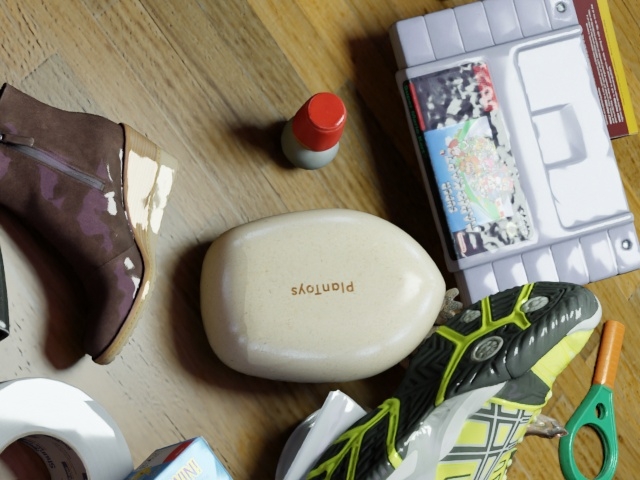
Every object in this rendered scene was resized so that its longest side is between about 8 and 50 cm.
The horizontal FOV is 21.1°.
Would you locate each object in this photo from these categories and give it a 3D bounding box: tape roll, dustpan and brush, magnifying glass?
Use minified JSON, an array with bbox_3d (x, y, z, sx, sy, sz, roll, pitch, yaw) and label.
[{"bbox_3d":[-0.286,0.242,1.646,0.219,0.072,0.219,10,74,-38],"label":"tape roll"},{"bbox_3d":[0.051,0.272,1.875,0.211,0.060,0.147,34,75,-19],"label":"dustpan and brush"},{"bbox_3d":[0.358,0.212,2.223,0.092,0.026,0.231,31,65,-31],"label":"magnifying glass"}]

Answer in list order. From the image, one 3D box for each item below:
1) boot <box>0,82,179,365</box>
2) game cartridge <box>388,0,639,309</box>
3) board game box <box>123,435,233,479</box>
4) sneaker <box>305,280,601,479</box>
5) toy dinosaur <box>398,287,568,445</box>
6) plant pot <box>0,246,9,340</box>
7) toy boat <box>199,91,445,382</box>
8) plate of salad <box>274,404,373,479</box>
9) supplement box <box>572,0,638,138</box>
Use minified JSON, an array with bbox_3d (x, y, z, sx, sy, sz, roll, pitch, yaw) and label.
[{"bbox_3d":[-0.263,-0.016,1.729,0.207,0.090,0.248,21,69,-22],"label":"boot"},{"bbox_3d":[0.226,-0.108,2.014,0.230,0.068,0.355,-16,90,-16],"label":"game cartridge"},{"bbox_3d":[-0.141,0.397,1.610,0.308,0.086,0.302,-42,101,-37],"label":"board game box"},{"bbox_3d":[0.154,0.195,1.824,0.385,0.145,0.147,-42,114,-7],"label":"sneaker"},{"bbox_3d":[0.144,0.140,1.989,0.127,0.200,0.295,-38,77,3],"label":"toy dinosaur"},{"bbox_3d":[-0.396,0.013,1.542,0.187,0.188,0.167,23,54,-34],"label":"plant pot"},{"bbox_3d":[0.000,0.000,1.881,0.267,0.148,0.318,1,77,-10],"label":"toy boat"},{"bbox_3d":[0.027,0.281,1.913,0.200,0.048,0.200,7,77,-35],"label":"plate of salad"},{"bbox_3d":[0.269,-0.201,2.160,0.194,0.129,0.191,-13,90,-41],"label":"supplement box"}]
